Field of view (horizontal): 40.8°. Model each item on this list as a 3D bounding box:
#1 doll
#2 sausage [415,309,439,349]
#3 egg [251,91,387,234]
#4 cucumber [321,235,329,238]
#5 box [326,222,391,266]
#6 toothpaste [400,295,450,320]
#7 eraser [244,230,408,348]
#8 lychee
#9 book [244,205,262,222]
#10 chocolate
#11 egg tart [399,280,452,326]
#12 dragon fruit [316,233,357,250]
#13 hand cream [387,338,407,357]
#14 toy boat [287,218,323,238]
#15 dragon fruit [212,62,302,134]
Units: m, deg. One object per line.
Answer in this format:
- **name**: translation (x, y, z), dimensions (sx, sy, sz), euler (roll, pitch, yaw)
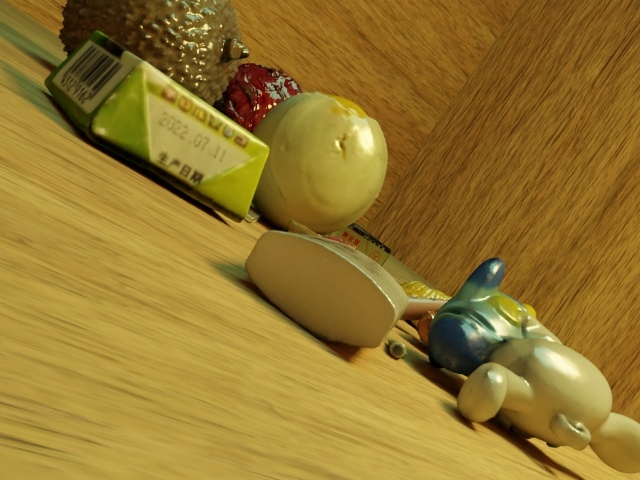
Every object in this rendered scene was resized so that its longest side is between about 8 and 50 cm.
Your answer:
- **doll**: translation (0.275, 0.181, 1.255), dimensions (0.376, 0.187, 0.366), euler (46, 7, -37)
- **sausage**: translation (0.245, 0.184, 1.536), dimensions (0.078, 0.078, 0.304), euler (38, 2, 35)
- **egg**: translation (-0.018, -0.147, 1.744), dimensions (0.283, 0.283, 0.345), euler (34, -20, -9)
- **cucumber**: translation (0.000, 0.000, 1.975), dimensions (0.107, 0.035, 0.067), euler (31, 7, -26)
- **box**: translation (0.021, -0.041, 2.277), dimensions (0.310, 0.084, 0.198), euler (32, 4, -29)
- **toothpaste**: translation (0.204, 0.122, 1.522), dimensions (0.194, 0.067, 0.043), euler (4, 55, -13)
- **eraser**: translation (0.019, 0.056, 1.055), dimensions (0.174, 0.095, 0.270), euler (33, 3, 8)
- **lychee**: translation (-0.358, -0.432, 1.869), dimensions (0.431, 0.381, 0.380), euler (8, -4, 18)
- **book**: translation (-0.169, -0.076, 1.613), dimensions (0.127, 0.014, 0.182), euler (35, 4, -1)
- **chocolate**: translation (-0.251, -0.186, 1.346), dimensions (0.288, 0.137, 0.301), euler (32, 5, -37)
- **egg tart**: translation (0.232, 0.145, 1.794), dimensions (0.252, 0.098, 0.232), euler (29, 2, -25)
- **dragon fruit**: translation (0.018, 0.017, 1.701), dimensions (0.131, 0.063, 0.097), euler (33, 4, -24)
- **hand cream**: translation (0.107, 0.150, 1.189), dimensions (0.035, 0.022, 0.102), euler (35, -1, 6)
- **toy boat**: translation (0.020, 0.048, 1.369), dimensions (0.188, 0.061, 0.116), euler (37, 3, 32)
- **dragon fruit**: translation (-0.185, -0.310, 2.241), dimensions (0.329, 0.329, 0.329), euler (35, 4, -3)
